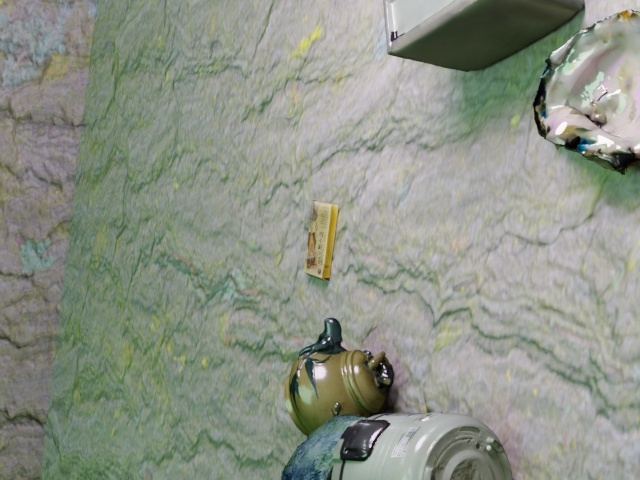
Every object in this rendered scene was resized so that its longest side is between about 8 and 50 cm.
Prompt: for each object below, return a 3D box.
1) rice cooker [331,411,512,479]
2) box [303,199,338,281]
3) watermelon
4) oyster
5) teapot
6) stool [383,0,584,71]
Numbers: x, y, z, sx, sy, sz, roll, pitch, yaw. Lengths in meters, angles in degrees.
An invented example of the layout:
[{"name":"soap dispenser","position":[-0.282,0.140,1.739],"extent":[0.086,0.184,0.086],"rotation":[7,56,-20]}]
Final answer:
[{"name":"rice cooker","position":[0.139,0.358,1.452],"extent":[0.244,0.226,0.226],"rotation":[-10,78,55]},{"name":"box","position":[0.000,0.000,1.902],"extent":[0.073,0.020,0.149],"rotation":[13,98,57]},{"name":"watermelon","position":[0.025,0.427,1.624],"extent":[0.148,0.226,0.318],"rotation":[15,97,48]},{"name":"oyster","position":[0.371,-0.181,1.282],"extent":[0.259,0.092,0.198],"rotation":[-23,67,45]},{"name":"teapot","position":[0.049,0.263,1.690],"extent":[0.182,0.173,0.269],"rotation":[-26,83,22]},{"name":"stool","position":[0.224,-0.418,1.457],"extent":[0.243,0.170,0.270],"rotation":[-23,67,53]}]
